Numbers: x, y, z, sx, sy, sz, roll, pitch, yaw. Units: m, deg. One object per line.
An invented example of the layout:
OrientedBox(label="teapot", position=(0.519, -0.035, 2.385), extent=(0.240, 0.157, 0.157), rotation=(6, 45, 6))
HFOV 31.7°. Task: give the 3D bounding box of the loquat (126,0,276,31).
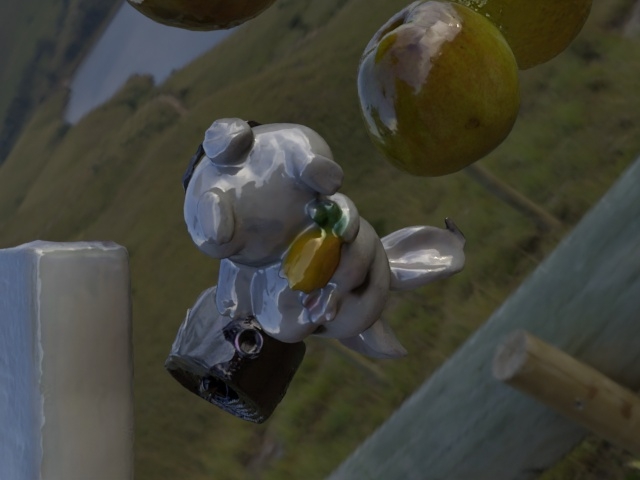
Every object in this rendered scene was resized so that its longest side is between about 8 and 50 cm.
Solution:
OrientedBox(label="loquat", position=(-0.137, -0.368, 1.263), extent=(0.263, 0.263, 0.263), rotation=(-49, 20, 24))

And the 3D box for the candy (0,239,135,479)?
OrientedBox(label="candy", position=(-0.360, 0.177, 1.529), extent=(0.208, 0.145, 0.359), rotation=(2, 93, 51))

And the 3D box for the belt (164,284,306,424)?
OrientedBox(label="belt", position=(-0.115, 0.157, 1.623), extent=(0.164, 0.184, 0.289), rotation=(-57, 1, -17))

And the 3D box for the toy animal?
OrientedBox(label="toy animal", position=(-0.006, 0.004, 1.116), extent=(0.208, 0.325, 0.154), rotation=(-58, 40, 14))

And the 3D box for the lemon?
OrientedBox(label="lemon", position=(0.275, -0.394, 1.699), extent=(0.253, 0.310, 0.254), rotation=(-37, 33, 29))

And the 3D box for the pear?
OrientedBox(label="pear", position=(0.132, -0.178, 1.283), extent=(0.200, 0.200, 0.200), rotation=(-49, 20, 24))
